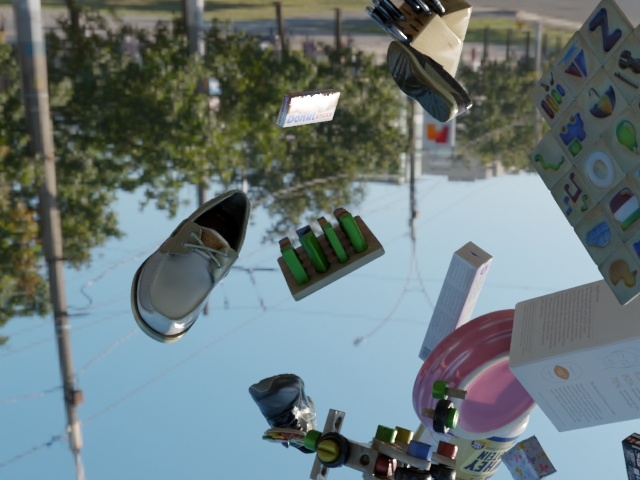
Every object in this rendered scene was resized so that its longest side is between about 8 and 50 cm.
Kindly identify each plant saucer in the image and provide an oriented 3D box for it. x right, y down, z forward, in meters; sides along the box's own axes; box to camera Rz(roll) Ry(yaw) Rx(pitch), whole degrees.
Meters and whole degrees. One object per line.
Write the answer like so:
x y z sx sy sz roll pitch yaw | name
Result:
0.351 0.293 1.801 0.332 0.332 0.084 -5 -144 -24 | plant saucer

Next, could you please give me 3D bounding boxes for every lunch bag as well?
0.338 0.369 1.438 0.053 0.083 0.071 -14 -118 -31 | lunch bag

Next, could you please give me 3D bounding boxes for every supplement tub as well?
0.365 0.504 2.235 0.228 0.316 0.228 17 -150 -11 | supplement tub

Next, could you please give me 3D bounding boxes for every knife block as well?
0.192 -0.432 1.846 0.242 0.276 0.088 -23 -125 -26 | knife block

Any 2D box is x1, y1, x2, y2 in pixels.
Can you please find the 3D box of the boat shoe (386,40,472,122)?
0.207 -0.308 1.676 0.073 0.080 0.224 -15 -130 -25 | boat shoe

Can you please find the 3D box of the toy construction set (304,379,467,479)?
0.098 0.413 1.517 0.237 0.309 0.257 9 -164 22 | toy construction set

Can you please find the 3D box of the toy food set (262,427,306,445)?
-0.062 0.353 1.572 0.082 0.020 0.083 -7 156 28 | toy food set

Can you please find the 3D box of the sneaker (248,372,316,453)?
-0.056 0.336 1.695 0.101 0.106 0.267 -22 149 9 | sneaker

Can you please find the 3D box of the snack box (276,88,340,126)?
-0.023 -0.269 1.767 0.022 0.064 0.178 31 -153 25 | snack box

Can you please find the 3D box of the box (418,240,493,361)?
0.286 0.148 1.878 0.067 0.324 0.063 36 -134 27 | box

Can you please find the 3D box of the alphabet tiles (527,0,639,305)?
0.362 -0.090 0.979 0.011 0.343 0.285 -12 153 -29 | alphabet tiles

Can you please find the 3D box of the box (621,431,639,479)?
0.806 0.581 2.060 0.051 0.220 0.175 -22 -163 -25 | box

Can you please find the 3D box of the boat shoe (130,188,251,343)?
-0.184 0.021 1.280 0.113 0.103 0.302 36 -145 -13 | boat shoe

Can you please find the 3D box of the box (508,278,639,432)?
0.551 0.196 1.593 0.345 0.215 0.168 -19 -146 34 | box

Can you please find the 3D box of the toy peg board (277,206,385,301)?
0.000 0.000 1.415 0.161 0.079 0.161 -28 -157 -1 | toy peg board
